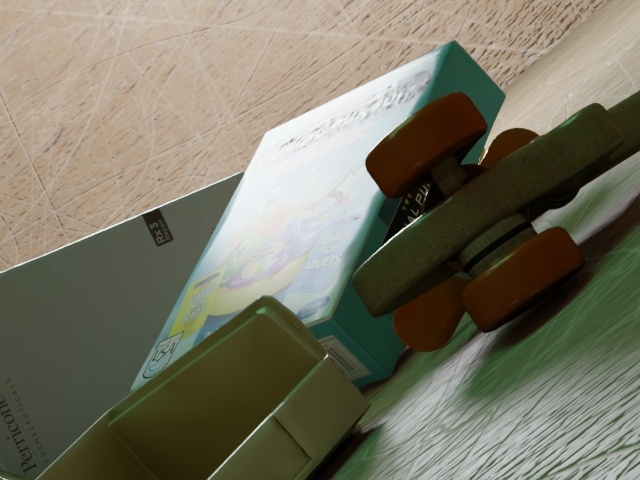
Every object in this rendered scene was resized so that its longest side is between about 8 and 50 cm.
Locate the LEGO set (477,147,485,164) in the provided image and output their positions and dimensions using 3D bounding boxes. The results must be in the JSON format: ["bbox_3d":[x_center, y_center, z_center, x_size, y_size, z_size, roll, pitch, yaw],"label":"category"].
[{"bbox_3d":[0.099,0.007,1.688,0.287,0.107,0.132,-36,38,5],"label":"LEGO set"}]

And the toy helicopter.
[{"bbox_3d":[0.167,-0.041,1.300,0.355,0.140,0.235,-30,-11,-27],"label":"toy helicopter"}]

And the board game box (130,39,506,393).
[{"bbox_3d":[0.000,0.000,1.581,0.253,0.079,0.336,-23,32,42],"label":"board game box"}]

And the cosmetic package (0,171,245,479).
[{"bbox_3d":[-0.213,0.104,1.913,0.385,0.217,0.156,-26,-5,-29],"label":"cosmetic package"}]

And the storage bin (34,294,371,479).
[{"bbox_3d":[-0.128,0.192,1.279,0.260,0.123,0.262,-38,4,45],"label":"storage bin"}]

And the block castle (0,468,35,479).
[{"bbox_3d":[-0.428,0.295,1.504,0.453,0.303,0.213,-25,-50,-84],"label":"block castle"}]
